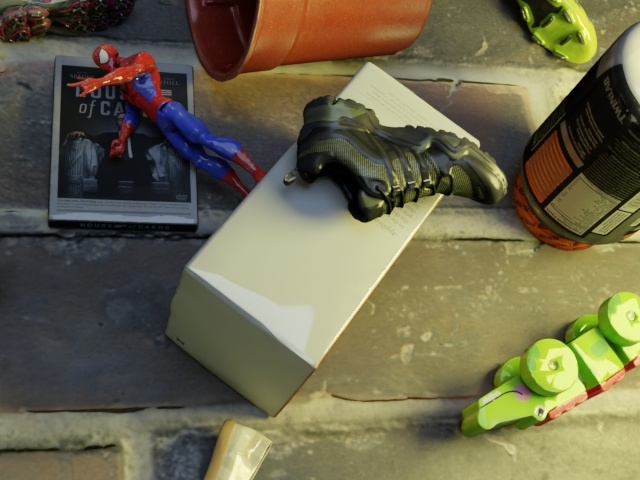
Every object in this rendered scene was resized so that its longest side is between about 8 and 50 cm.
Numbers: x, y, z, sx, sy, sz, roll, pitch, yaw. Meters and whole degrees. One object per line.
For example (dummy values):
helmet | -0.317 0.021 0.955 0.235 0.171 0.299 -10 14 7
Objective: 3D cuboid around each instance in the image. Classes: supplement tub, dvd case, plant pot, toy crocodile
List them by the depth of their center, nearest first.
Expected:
toy crocodile | 0.319 0.156 1.100 0.341 0.115 0.105 -25 75 -24
dvd case | -0.248 -0.124 1.129 0.180 0.029 0.238 1 66 -15
supplement tub | 0.381 -0.117 1.133 0.194 0.316 0.193 6 65 -13
plant pot | -0.011 -0.347 1.182 0.265 0.272 0.272 -5 67 -26

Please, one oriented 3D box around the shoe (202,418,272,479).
shoe | -0.111 0.295 0.940 0.058 0.076 0.219 20 60 0

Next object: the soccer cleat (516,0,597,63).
soccer cleat | 0.340 -0.401 1.385 0.121 0.093 0.289 -32 77 -33

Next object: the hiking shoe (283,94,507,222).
hiking shoe | 0.078 -0.062 0.925 0.227 0.086 0.114 18 76 -1

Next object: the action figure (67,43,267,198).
action figure | -0.198 -0.125 1.072 0.280 0.091 0.139 46 53 8

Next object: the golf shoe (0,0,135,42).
golf shoe | -0.340 -0.320 1.174 0.186 0.067 0.085 -13 68 -20

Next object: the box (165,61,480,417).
box | 0.000 0.000 1.031 0.168 0.215 0.345 37 62 4
